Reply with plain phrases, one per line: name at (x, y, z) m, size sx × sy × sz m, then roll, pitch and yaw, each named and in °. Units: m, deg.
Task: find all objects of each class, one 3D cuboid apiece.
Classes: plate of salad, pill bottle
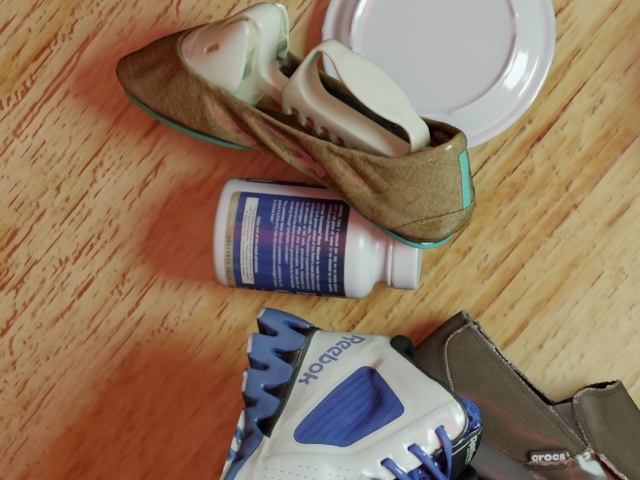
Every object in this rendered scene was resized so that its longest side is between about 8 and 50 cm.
plate of salad at (0.099, -0.169, 1.305) m, size 0.199 × 0.048 × 0.200 m, roll -2°, pitch 81°, yaw 14°
pill bottle at (0.000, 0.000, 1.294) m, size 0.169 × 0.094 × 0.094 m, roll 5°, pitch 91°, yaw 8°

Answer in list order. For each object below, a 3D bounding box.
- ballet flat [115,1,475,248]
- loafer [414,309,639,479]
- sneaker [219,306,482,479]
ballet flat at (-0.019, -0.117, 1.249) m, size 0.342 × 0.116 × 0.124 m, roll 31°, pitch 136°, yaw 23°
loafer at (0.221, 0.175, 1.245) m, size 0.366 × 0.134 × 0.130 m, roll 31°, pitch 91°, yaw 7°
sneaker at (0.027, 0.178, 1.136) m, size 0.182 × 0.127 × 0.315 m, roll -2°, pitch 50°, yaw 10°
